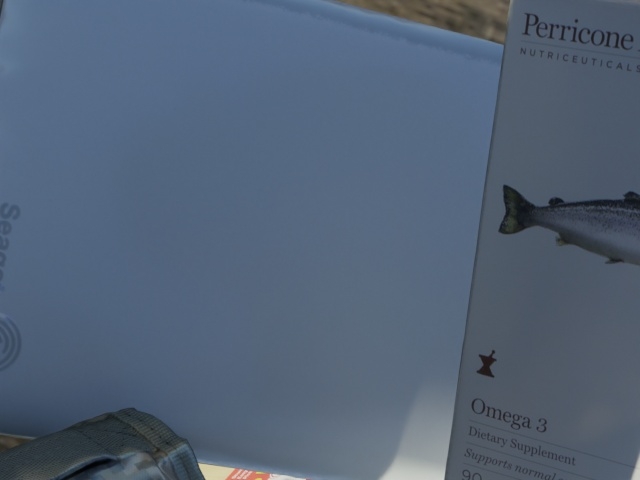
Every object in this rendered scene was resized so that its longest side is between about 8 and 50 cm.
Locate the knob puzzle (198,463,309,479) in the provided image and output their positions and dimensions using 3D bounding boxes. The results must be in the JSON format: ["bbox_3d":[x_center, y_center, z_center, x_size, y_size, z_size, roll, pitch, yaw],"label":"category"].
[{"bbox_3d":[-0.052,0.145,0.945,0.213,0.030,0.213,-24,148,-16],"label":"knob puzzle"}]

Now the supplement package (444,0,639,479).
[{"bbox_3d":[0.120,0.006,0.531,0.105,0.105,0.179,-12,111,-58],"label":"supplement package"}]

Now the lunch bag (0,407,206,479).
[{"bbox_3d":[-0.143,0.213,0.519,0.235,0.169,0.287,-16,123,-47],"label":"lunch bag"}]

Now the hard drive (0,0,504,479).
[{"bbox_3d":[0.000,0.000,0.653,0.040,0.307,0.203,-179,-80,-70],"label":"hard drive"}]
